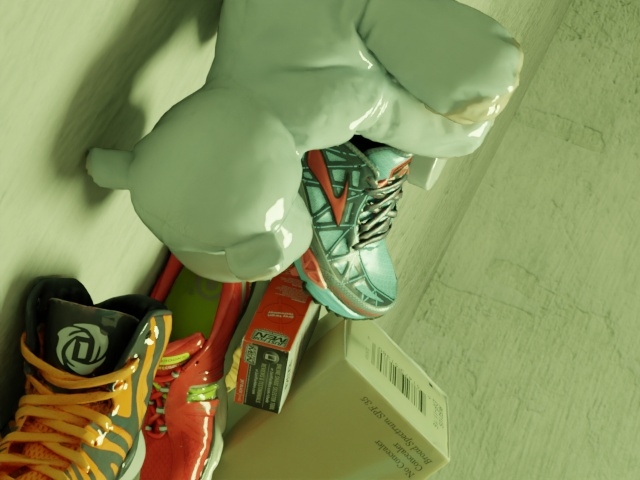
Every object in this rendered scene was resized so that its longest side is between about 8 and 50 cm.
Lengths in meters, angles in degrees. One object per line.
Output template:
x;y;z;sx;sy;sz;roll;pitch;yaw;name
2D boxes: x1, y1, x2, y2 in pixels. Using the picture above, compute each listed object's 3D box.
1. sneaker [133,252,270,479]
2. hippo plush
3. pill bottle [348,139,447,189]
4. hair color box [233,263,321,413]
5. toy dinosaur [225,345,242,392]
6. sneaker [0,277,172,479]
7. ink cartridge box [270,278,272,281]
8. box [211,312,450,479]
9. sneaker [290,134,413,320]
-0.130;0.109;1.406;0.118;0.107;0.279;31;73;-75;sneaker
-0.010;-0.074;1.132;0.236;0.234;0.294;-63;171;-15;hippo plush
0.033;-0.110;1.465;0.094;0.169;0.094;-62;170;-18;pill bottle
-0.032;0.075;1.430;0.141;0.043;0.072;-67;170;-55;hair color box
-0.108;0.170;1.805;0.211;0.064;0.112;-65;159;-72;toy dinosaur
-0.188;0.130;1.100;0.321;0.125;0.180;-70;176;-61;sneaker
-0.008;0.019;1.950;0.207;0.046;0.097;-59;167;-32;ink cartridge box
-0.044;0.212;1.516;0.311;0.148;0.121;-41;-163;19;box
0.025;-0.045;1.382;0.261;0.125;0.104;67;30;-25;sneaker
